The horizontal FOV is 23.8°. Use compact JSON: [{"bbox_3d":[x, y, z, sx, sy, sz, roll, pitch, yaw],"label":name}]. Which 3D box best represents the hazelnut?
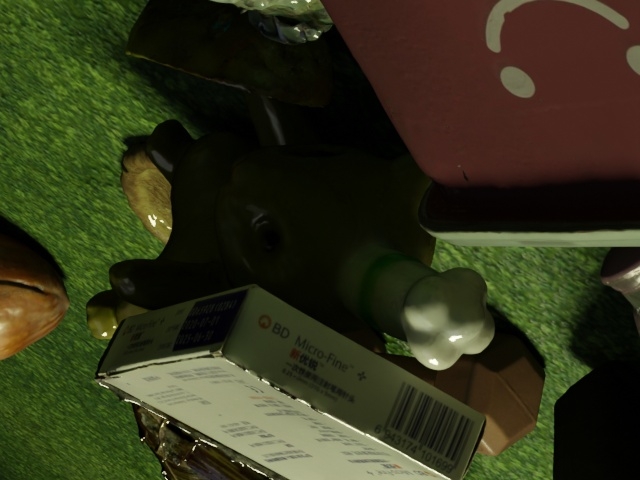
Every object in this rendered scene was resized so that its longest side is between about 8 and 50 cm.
[{"bbox_3d":[-0.336,0.055,1.566,0.150,0.150,0.150,28,156,14],"label":"hazelnut"}]

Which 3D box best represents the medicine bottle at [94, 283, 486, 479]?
[{"bbox_3d":[-0.023,0.095,0.896,0.171,0.052,0.201,30,159,-19],"label":"medicine bottle"}]

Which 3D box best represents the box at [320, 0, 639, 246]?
[{"bbox_3d":[0.132,-0.118,0.551,0.294,0.193,0.167,-1,131,54],"label":"box"}]

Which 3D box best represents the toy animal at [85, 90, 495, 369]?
[{"bbox_3d":[-0.018,-0.008,0.969,0.180,0.181,0.363,31,159,-15],"label":"toy animal"}]

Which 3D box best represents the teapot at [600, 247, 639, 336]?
[{"bbox_3d":[0.225,0.034,0.810,0.146,0.116,0.148,46,160,-3],"label":"teapot"}]

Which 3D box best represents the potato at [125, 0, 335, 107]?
[{"bbox_3d":[-0.057,-0.122,0.904,0.119,0.054,0.198,10,-171,-17],"label":"potato"}]

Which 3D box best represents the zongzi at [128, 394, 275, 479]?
[{"bbox_3d":[-0.020,0.227,1.404,0.317,0.154,0.289,18,154,53],"label":"zongzi"}]

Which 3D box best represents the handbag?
[{"bbox_3d":[0.256,0.201,0.993,0.247,0.223,0.080,37,113,-7],"label":"handbag"}]

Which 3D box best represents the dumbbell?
[{"bbox_3d":[0.066,0.107,1.187,0.230,0.082,0.092,6,143,48],"label":"dumbbell"}]

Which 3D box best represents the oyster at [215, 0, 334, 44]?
[{"bbox_3d":[-0.074,-0.200,0.727,0.267,0.112,0.198,34,156,-19],"label":"oyster"}]

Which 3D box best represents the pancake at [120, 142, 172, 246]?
[{"bbox_3d":[-0.084,-0.011,1.230,0.199,0.021,0.199,28,155,14],"label":"pancake"}]
